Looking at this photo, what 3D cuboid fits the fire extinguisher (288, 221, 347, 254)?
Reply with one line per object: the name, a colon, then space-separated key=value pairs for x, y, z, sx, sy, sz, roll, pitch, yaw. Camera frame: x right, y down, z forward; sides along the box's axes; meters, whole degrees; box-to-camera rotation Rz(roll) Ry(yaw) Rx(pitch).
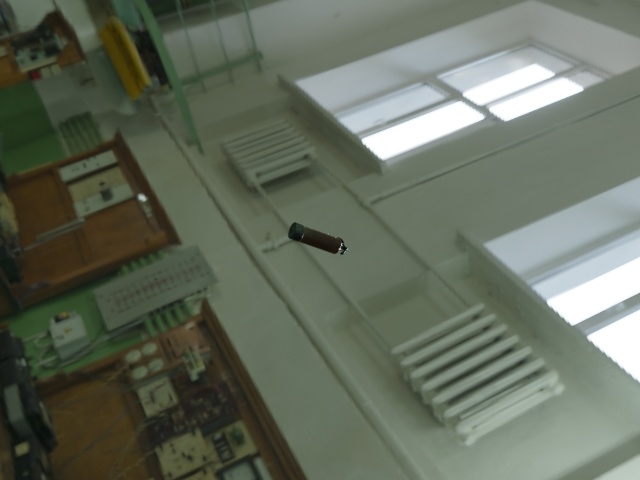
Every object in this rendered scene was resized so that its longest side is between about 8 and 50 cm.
fire extinguisher: x=0.000 y=0.000 z=0.937 sx=0.028 sy=0.083 sz=0.022 roll=-1 pitch=-108 yaw=64
